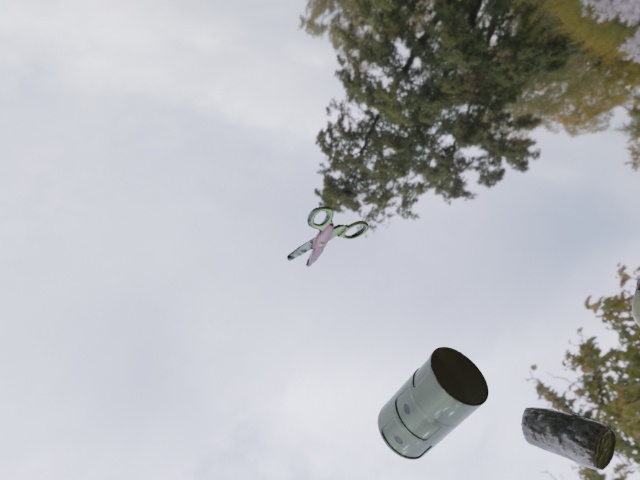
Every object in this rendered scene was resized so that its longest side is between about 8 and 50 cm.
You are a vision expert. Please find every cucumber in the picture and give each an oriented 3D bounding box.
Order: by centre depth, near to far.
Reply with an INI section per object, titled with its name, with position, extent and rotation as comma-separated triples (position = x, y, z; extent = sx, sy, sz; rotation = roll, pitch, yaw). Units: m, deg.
[cucumber]
position = 0.338, 0.269, 0.576
extent = 0.064, 0.112, 0.064
rotation = 1, -92, -34

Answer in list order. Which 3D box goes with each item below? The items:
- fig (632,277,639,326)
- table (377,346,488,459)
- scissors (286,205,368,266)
[fig]
position = 0.694, 0.117, 0.793
extent = 0.154, 0.165, 0.144
rotation = -14, -96, 11
[table]
position = 0.220, 0.332, 0.834
extent = 0.126, 0.220, 0.126
rotation = 19, -145, -14
[scissors]
position = 0.000, 0.000, 0.861
extent = 0.133, 0.187, 0.020
rotation = 19, -134, -29
